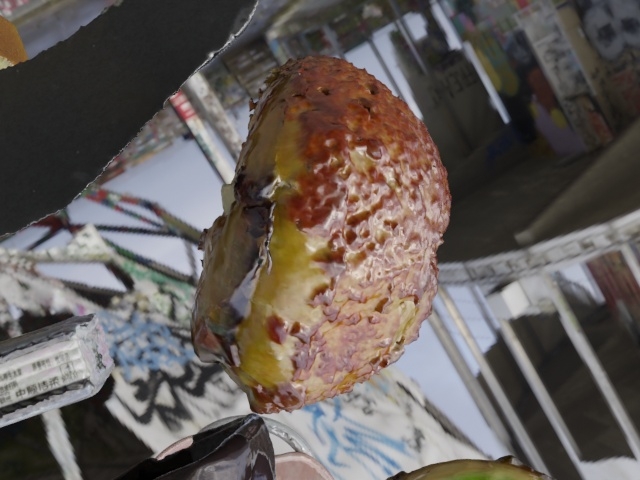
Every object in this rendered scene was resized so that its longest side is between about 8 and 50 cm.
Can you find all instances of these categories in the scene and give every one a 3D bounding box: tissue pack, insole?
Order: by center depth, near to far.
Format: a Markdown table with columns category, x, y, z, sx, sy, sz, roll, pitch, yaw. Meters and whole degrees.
| category | x | y | z | sx | sy | sz | roll | pitch | yaw |
| --- | --- | --- | --- | --- | --- | --- | --- | --- | --- |
| insole | -0.171 | -0.102 | 0.649 | 0.309 | 0.110 | 0.012 | -44 | 179 | -12 |
| tissue pack | -0.483 | 0.212 | 1.301 | 0.361 | 0.122 | 0.259 | -20 | -176 | -5 |

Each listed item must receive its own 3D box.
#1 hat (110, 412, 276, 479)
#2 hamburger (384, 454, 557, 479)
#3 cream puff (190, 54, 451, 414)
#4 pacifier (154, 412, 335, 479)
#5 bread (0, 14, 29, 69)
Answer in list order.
| category | x | y | z | sx | sy | sz | roll | pitch | yaw |
| --- | --- | --- | --- | --- | --- | --- | --- | --- | --- |
| hat | -0.154 | 0.257 | 0.585 | 0.336 | 0.209 | 0.238 | -9 | 163 | -44 |
| hamburger | 0.132 | 0.312 | 0.810 | 0.237 | 0.237 | 0.149 | -27 | -156 | 24 |
| cream puff | 0.000 | 0.000 | 0.618 | 0.240 | 0.164 | 0.240 | -62 | -171 | 17 |
| pacifier | -0.120 | 0.424 | 1.398 | 0.273 | 0.332 | 0.220 | -86 | -168 | -62 |
| bread | -0.362 | -0.216 | 1.011 | 0.035 | 0.094 | 0.090 | -36 | 151 | 13 |
